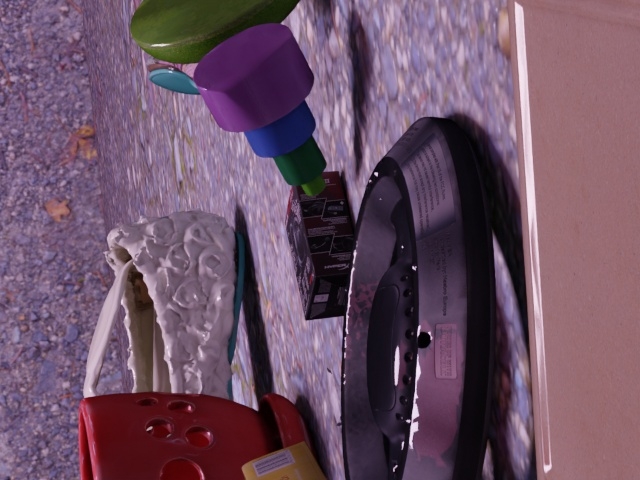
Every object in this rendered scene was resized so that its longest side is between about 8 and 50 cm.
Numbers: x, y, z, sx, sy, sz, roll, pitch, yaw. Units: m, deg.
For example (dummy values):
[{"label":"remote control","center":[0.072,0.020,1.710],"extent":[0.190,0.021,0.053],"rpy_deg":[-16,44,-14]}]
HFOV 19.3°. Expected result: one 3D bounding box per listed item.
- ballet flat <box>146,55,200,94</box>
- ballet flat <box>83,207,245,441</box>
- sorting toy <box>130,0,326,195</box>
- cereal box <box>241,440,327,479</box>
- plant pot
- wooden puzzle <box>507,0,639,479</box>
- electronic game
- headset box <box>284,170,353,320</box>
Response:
[{"label":"ballet flat","center":[-0.090,-0.156,1.513],"extent":[0.221,0.077,0.079],"rpy_deg":[-161,82,-76]},{"label":"ballet flat","center":[-0.140,0.166,1.602],"extent":[0.147,0.147,0.409],"rpy_deg":[111,159,-68]},{"label":"sorting toy","center":[-0.048,-0.132,1.265],"extent":[0.126,0.127,0.365],"rpy_deg":[62,-177,-30]},{"label":"cereal box","center":[0.023,0.244,1.031],"extent":[0.173,0.047,0.240],"rpy_deg":[-138,27,-78]},{"label":"plant pot","center":[-0.091,0.203,1.425],"extent":[0.191,0.174,0.191],"rpy_deg":[173,90,-80]},{"label":"wooden puzzle","center":[0.109,0.014,0.625],"extent":[0.238,0.044,0.221],"rpy_deg":[-123,27,-77]},{"label":"electronic game","center":[0.048,0.054,0.917],"extent":[0.229,0.048,0.229],"rpy_deg":[-177,90,-81]},{"label":"headset box","center":[0.000,0.000,1.204],"extent":[0.062,0.032,0.083],"rpy_deg":[103,159,-59]}]
